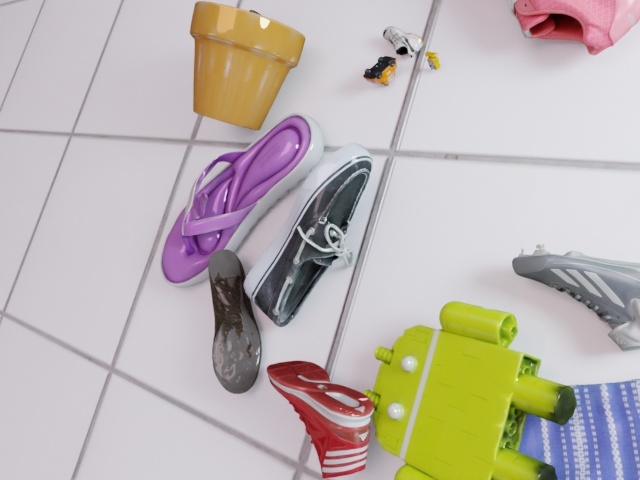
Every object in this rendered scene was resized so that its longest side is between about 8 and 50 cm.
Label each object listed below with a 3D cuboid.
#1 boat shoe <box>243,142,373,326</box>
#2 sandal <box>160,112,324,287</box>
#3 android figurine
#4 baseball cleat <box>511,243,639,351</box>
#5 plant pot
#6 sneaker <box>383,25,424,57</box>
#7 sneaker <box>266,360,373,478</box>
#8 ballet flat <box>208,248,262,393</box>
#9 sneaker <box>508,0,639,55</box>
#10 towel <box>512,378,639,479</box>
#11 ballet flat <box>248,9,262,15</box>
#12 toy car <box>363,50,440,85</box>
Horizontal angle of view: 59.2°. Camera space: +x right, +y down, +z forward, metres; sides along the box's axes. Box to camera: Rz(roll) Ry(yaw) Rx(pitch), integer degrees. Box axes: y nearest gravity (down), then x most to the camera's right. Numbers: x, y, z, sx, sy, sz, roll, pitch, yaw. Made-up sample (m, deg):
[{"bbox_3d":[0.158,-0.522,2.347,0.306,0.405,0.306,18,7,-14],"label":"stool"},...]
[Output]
[{"bbox_3d":[-0.003,0.000,0.863,0.105,0.113,0.306,45,104,31],"label":"boat shoe"},{"bbox_3d":[-0.175,-0.086,1.021,0.416,0.102,0.169,-44,53,15],"label":"sandal"},{"bbox_3d":[0.156,0.197,0.678,0.273,0.056,0.248,11,80,51],"label":"android figurine"},{"bbox_3d":[0.315,0.065,0.638,0.206,0.072,0.109,5,83,40],"label":"baseball cleat"},{"bbox_3d":[-0.151,-0.311,1.042,0.205,0.205,0.187,25,104,39],"label":"plant pot"},{"bbox_3d":[0.130,-0.329,0.938,0.083,0.032,0.036,35,95,39],"label":"sneaker"},{"bbox_3d":[-0.013,0.256,0.793,0.221,0.087,0.127,15,105,60],"label":"sneaker"},{"bbox_3d":[-0.149,0.135,0.958,0.084,0.058,0.249,-11,68,-6],"label":"ballet flat"},{"bbox_3d":[0.297,-0.356,0.777,0.136,0.116,0.314,-54,52,9],"label":"sneaker"},{"bbox_3d":[0.321,0.241,0.514,0.336,0.040,0.243,-24,51,45],"label":"towel"},{"bbox_3d":[-0.160,-0.387,1.155,0.058,0.049,0.173,12,81,39],"label":"ballet flat"},{"bbox_3d":[0.131,-0.268,0.909,0.122,0.040,0.060,13,60,40],"label":"toy car"}]
